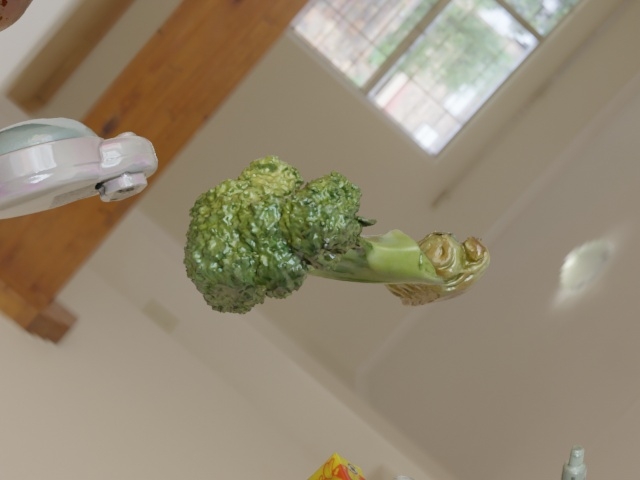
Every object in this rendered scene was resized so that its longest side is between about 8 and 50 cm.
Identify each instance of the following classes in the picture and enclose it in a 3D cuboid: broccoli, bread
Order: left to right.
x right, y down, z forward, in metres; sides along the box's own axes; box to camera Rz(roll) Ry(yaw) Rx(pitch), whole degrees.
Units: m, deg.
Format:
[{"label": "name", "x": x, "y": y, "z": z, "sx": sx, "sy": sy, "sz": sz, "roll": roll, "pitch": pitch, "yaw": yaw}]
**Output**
[{"label": "broccoli", "x": -0.023, "y": -0.020, "z": 1.440, "sx": 0.302, "sy": 0.186, "sz": 0.254, "roll": -15, "pitch": 163, "yaw": 0}, {"label": "bread", "x": 0.165, "y": 0.051, "z": 1.750, "sx": 0.232, "sy": 0.128, "sz": 0.088, "roll": 125, "pitch": -39, "yaw": -73}]

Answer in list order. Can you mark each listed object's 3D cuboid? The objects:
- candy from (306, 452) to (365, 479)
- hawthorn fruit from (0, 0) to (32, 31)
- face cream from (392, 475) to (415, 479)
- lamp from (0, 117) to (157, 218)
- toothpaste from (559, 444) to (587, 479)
[{"label": "candy", "x": 0.048, "y": 0.557, "z": 2.339, "sx": 0.146, "sy": 0.088, "sz": 0.276, "roll": -47, "pitch": -147, "yaw": 10}, {"label": "hawthorn fruit", "x": -0.509, "y": -0.407, "z": 1.703, "sx": 0.268, "sy": 0.268, "sz": 0.301, "roll": -47, "pitch": -146, "yaw": 13}, {"label": "face cream", "x": 0.088, "y": 0.470, "z": 1.852, "sx": 0.101, "sy": 0.101, "sz": 0.252, "roll": -86, "pitch": -164, "yaw": -78}, {"label": "lamp", "x": -0.320, "y": -0.094, "z": 1.460, "sx": 0.246, "sy": 0.108, "sz": 0.179, "roll": -10, "pitch": 178, "yaw": -21}, {"label": "toothpaste", "x": 0.428, "y": 0.456, "z": 2.091, "sx": 0.067, "sy": 0.255, "sz": 0.037, "roll": -16, "pitch": -145, "yaw": -27}]
